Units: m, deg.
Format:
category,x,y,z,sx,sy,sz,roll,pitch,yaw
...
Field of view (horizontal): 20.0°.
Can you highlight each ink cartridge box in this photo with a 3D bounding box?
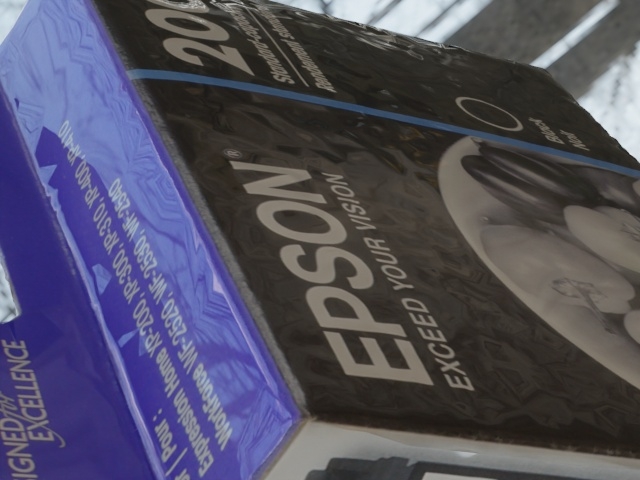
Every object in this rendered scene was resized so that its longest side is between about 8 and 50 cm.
category,x,y,z,sx,sy,sz,roll,pitch,yaw
ink cartridge box,0.000,0.000,0.406,0.208,0.045,0.206,8,-153,-26
